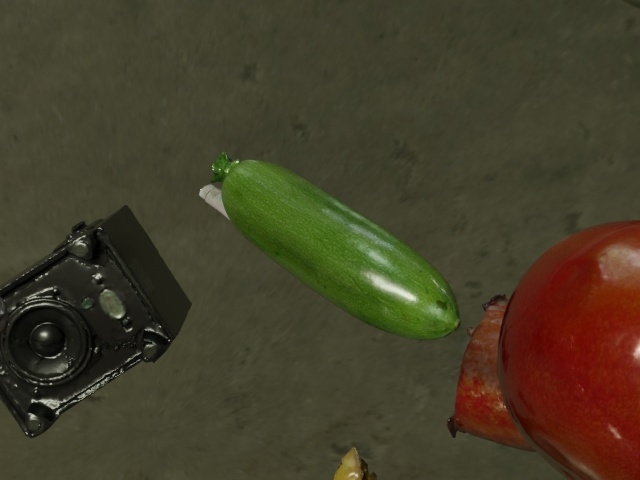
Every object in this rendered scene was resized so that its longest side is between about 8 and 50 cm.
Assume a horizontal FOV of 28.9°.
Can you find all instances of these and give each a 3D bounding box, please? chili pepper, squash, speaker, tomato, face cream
[{"bbox_3d":[0.357,0.197,1.739,0.305,0.251,0.229,4,71,37],"label":"chili pepper"},{"bbox_3d":[0.000,0.000,1.431,0.107,0.107,0.395,-46,53,-12],"label":"squash"},{"bbox_3d":[-0.312,0.094,1.567,0.232,0.254,0.184,-33,97,4],"label":"speaker"},{"bbox_3d":[0.181,0.080,0.666,0.195,0.195,0.136,42,84,0],"label":"tomato"},{"bbox_3d":[-0.131,-0.048,1.749,0.038,0.115,0.020,-36,132,-20],"label":"face cream"}]

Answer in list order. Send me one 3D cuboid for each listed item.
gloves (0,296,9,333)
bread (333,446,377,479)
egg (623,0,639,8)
[{"bbox_3d":[-0.317,-0.012,0.744,0.286,0.119,0.142,28,69,-8],"label":"gloves"},{"bbox_3d":[-0.033,0.360,0.857,0.279,0.248,0.315,-25,44,25],"label":"bread"},{"bbox_3d":[0.335,-0.280,1.236,0.103,0.135,0.103,-14,120,-25],"label":"egg"}]
